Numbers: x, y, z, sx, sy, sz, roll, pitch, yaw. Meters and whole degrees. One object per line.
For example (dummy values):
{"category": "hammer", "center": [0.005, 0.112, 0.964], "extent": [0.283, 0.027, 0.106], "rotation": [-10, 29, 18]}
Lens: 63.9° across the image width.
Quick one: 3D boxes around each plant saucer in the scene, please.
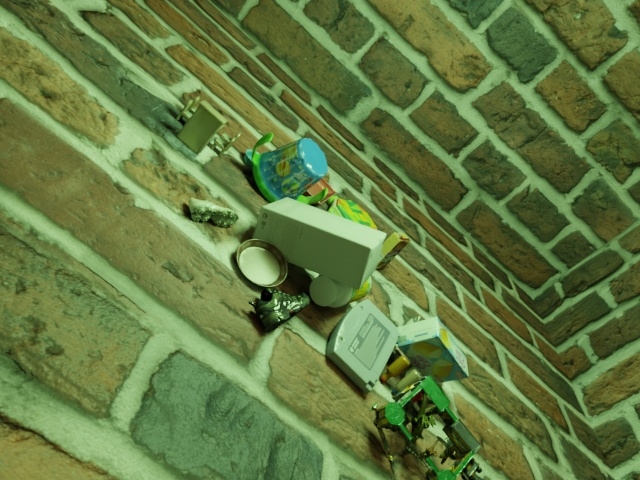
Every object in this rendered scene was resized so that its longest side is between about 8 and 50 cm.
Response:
{"category": "plant saucer", "center": [-0.065, -0.269, 2.321], "extent": [0.259, 0.048, 0.258], "rotation": [45, 24, 1]}
{"category": "plant saucer", "center": [-0.182, 0.073, 1.567], "extent": [0.169, 0.029, 0.168], "rotation": [20, 47, -24]}

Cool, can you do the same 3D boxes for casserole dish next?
{"category": "casserole dish", "center": [-0.242, -0.293, 2.084], "extent": [0.188, 0.037, 0.114], "rotation": [49, 24, 5]}

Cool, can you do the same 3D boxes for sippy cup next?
{"category": "sippy cup", "center": [-0.103, -0.277, 1.981], "extent": [0.306, 0.224, 0.239], "rotation": [6, 64, -53]}

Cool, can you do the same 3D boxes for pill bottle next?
{"category": "pill bottle", "center": [0.066, 0.155, 1.755], "extent": [0.136, 0.136, 0.246], "rotation": [53, 25, 16]}

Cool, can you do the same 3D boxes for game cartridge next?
{"category": "game cartridge", "center": [0.135, 0.321, 1.638], "extent": [0.196, 0.060, 0.294], "rotation": [48, 38, -3]}

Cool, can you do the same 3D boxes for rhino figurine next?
{"category": "rhino figurine", "center": [0.242, 0.353, 1.810], "extent": [0.106, 0.073, 0.243], "rotation": [33, 28, -35]}

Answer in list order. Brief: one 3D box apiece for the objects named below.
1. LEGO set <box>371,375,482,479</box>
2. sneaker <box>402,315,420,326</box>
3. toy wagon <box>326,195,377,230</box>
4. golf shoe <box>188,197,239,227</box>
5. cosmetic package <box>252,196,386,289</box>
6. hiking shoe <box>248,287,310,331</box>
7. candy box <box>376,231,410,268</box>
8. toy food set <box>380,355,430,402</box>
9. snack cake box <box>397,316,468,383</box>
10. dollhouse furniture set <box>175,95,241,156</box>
{"category": "LEGO set", "center": [0.284, 0.567, 1.485], "extent": [0.331, 0.192, 0.255], "rotation": [45, 53, 6]}
{"category": "sneaker", "center": [0.415, 0.405, 1.982], "extent": [0.235, 0.095, 0.090], "rotation": [51, 23, 8]}
{"category": "toy wagon", "center": [0.130, -0.091, 2.331], "extent": [0.344, 0.068, 0.267], "rotation": [12, 41, -52]}
{"category": "golf shoe", "center": [-0.332, -0.096, 1.598], "extent": [0.176, 0.069, 0.086], "rotation": [17, 31, -49]}
{"category": "cosmetic package", "center": [0.000, 0.000, 1.679], "extent": [0.385, 0.156, 0.217], "rotation": [23, 20, 16]}
{"category": "hiking shoe", "center": [-0.114, 0.176, 1.494], "extent": [0.114, 0.086, 0.227], "rotation": [53, 25, 7]}
{"category": "candy box", "center": [0.296, 0.047, 2.234], "extent": [0.109, 0.186, 0.053], "rotation": [3, 45, -56]}
{"category": "toy food set", "center": [0.300, 0.487, 1.705], "extent": [0.232, 0.104, 0.111], "rotation": [48, 3, -44]}
{"category": "snack cake box", "center": [0.396, 0.394, 1.805], "extent": [0.264, 0.152, 0.089], "rotation": [50, 31, -32]}
{"category": "dollhouse furniture set", "center": [-0.405, -0.436, 1.891], "extent": [0.212, 0.161, 0.242], "rotation": [41, 24, -11]}
